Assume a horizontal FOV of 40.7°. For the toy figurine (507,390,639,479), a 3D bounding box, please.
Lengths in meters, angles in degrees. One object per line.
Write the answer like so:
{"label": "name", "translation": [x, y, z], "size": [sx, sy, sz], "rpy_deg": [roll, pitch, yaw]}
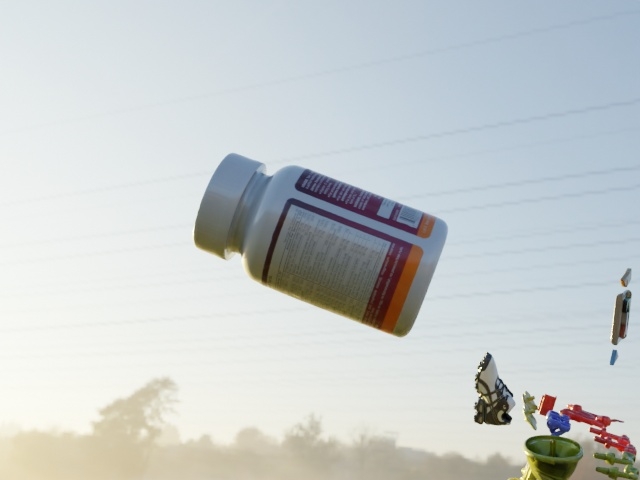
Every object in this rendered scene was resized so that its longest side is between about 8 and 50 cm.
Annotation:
{"label": "toy figurine", "translation": [0.404, 0.415, 1.456], "size": [0.191, 0.217, 0.362], "rpy_deg": [17, 8, 11]}

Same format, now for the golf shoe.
{"label": "golf shoe", "translation": [0.395, 0.334, 1.936], "size": [0.094, 0.077, 0.198], "rpy_deg": [10, -52, 25]}

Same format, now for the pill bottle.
{"label": "pill bottle", "translation": [0.000, 0.000, 0.824], "size": [0.221, 0.121, 0.121], "rpy_deg": [21, -17, 6]}

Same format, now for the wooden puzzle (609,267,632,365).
{"label": "wooden puzzle", "translation": [0.392, 0.098, 1.119], "size": [0.014, 0.116, 0.078], "rpy_deg": [8, 12, 29]}
